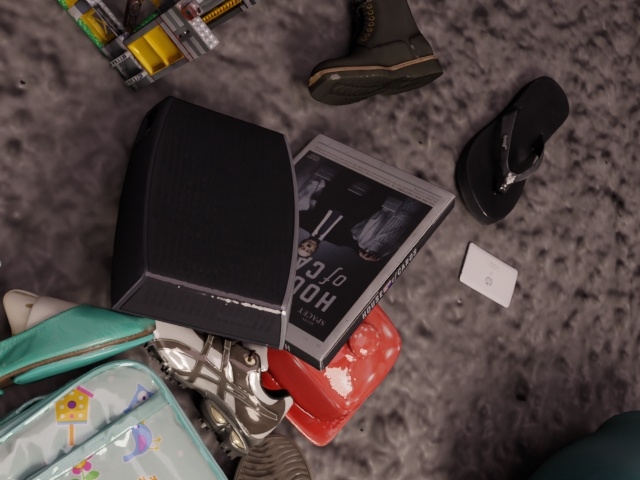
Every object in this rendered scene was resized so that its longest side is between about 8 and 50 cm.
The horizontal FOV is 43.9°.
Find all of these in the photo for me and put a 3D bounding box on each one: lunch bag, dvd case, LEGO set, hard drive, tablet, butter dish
[{"bbox_3d":[-0.221,0.240,0.656,0.279,0.108,0.224,-33,97,-30],"label":"lunch bag"},{"bbox_3d":[0.000,0.000,0.814,0.179,0.029,0.238,28,58,25],"label":"dvd case"},{"bbox_3d":[-0.125,-0.311,0.758,0.331,0.192,0.255,-43,111,-32],"label":"LEGO set"},{"bbox_3d":[-0.098,-0.029,0.746,0.172,0.054,0.254,17,44,-20],"label":"hard drive"},{"bbox_3d":[0.213,0.044,1.002,0.083,0.006,0.054,29,67,-21],"label":"tablet"},{"bbox_3d":[0.018,0.106,0.814,0.160,0.118,0.160,50,60,-12],"label":"butter dish"}]

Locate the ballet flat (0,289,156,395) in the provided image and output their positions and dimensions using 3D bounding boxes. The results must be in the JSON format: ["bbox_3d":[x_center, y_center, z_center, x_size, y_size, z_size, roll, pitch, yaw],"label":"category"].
[{"bbox_3d":[-0.263,0.090,0.650,0.247,0.083,0.087,-23,85,-11],"label":"ballet flat"}]

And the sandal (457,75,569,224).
[{"bbox_3d":[0.257,-0.129,1.034,0.097,0.054,0.254,43,63,-15],"label":"sandal"}]

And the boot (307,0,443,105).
[{"bbox_3d":[0.045,-0.239,0.934,0.198,0.077,0.137,-16,83,-44],"label":"boot"}]

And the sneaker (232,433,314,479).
[{"bbox_3d":[-0.045,0.309,0.770,0.083,0.118,0.222,-2,51,-7],"label":"sneaker"}]

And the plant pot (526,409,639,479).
[{"bbox_3d":[0.347,0.330,0.887,0.255,0.271,0.271,-34,98,-45],"label":"plant pot"}]

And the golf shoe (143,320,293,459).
[{"bbox_3d":[-0.104,0.108,0.757,0.094,0.077,0.198,-36,109,-5],"label":"golf shoe"}]
